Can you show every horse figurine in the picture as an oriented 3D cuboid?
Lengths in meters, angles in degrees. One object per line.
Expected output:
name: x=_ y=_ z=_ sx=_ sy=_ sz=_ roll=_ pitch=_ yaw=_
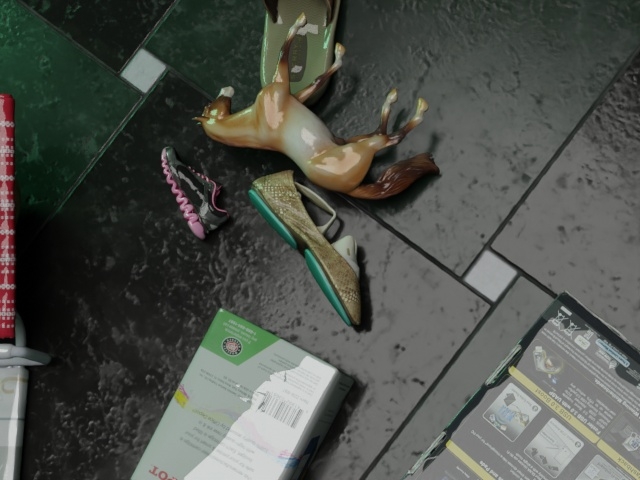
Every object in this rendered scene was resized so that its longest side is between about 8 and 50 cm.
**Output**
horse figurine: x=0.005 y=-0.128 z=1.245 sx=0.263 sy=0.066 sz=0.174 roll=37 pitch=86 yaw=7

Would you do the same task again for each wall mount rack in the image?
wall mount rack: x=-0.467 y=0.229 z=1.269 sx=0.304 sy=0.130 sz=0.350 roll=-2 pitch=77 yaw=13

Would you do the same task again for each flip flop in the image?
flip flop: x=-0.032 y=-0.293 z=1.308 sx=0.112 sy=0.080 sz=0.277 roll=1 pitch=78 yaw=13

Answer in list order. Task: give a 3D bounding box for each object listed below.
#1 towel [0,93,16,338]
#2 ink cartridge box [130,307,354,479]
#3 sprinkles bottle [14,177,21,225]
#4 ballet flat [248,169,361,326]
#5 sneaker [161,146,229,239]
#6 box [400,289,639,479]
towel: x=-0.431 y=-0.028 z=1.247 sx=0.198 sy=0.031 sz=0.275 roll=-1 pitch=89 yaw=13
ink cartridge box: x=-0.083 y=0.205 z=1.205 sx=0.154 sy=0.093 sz=0.212 roll=26 pitch=83 yaw=18
sprinkles bottle: x=-0.548 y=-0.074 z=1.359 sx=0.355 sy=0.121 sz=0.121 roll=15 pitch=82 yaw=15
ballet flat: x=0.000 y=0.000 z=1.246 sx=0.067 sy=0.073 sz=0.206 roll=-34 pitch=76 yaw=-11
sneaker: x=-0.146 y=-0.062 z=1.307 sx=0.057 sy=0.047 sz=0.119 roll=-27 pitch=81 yaw=-1
box: x=0.294 y=0.294 z=1.098 sx=0.395 sy=0.097 sz=0.318 roll=40 pitch=87 yaw=18
